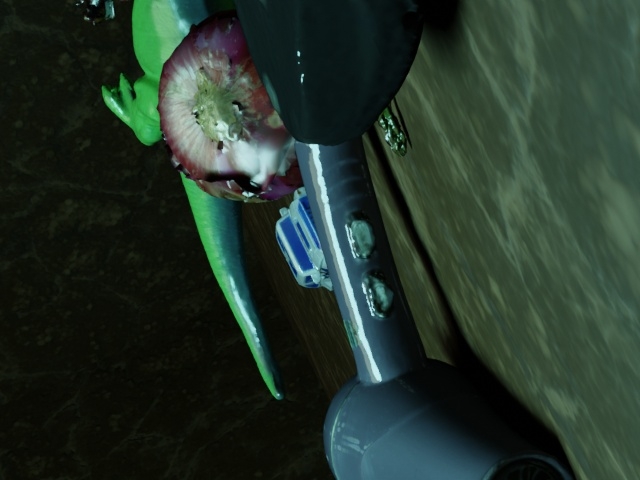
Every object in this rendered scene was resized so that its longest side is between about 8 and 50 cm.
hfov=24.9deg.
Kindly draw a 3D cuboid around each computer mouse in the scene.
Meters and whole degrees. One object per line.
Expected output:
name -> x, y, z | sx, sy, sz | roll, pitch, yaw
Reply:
computer mouse -> 0.004, -0.126, 0.622 | 0.217, 0.073, 0.122 | 85, 160, -61

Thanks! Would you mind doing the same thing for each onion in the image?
onion -> -0.036, -0.099, 1.078 | 0.140, 0.150, 0.150 | -4, -117, -53

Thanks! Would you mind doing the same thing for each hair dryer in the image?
hair dryer -> 0.040, 0.030, 0.954 | 0.301, 0.121, 0.361 | -175, 65, -75

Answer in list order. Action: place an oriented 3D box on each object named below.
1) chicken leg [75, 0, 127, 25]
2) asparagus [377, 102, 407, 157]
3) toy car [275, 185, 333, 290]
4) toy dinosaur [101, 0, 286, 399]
chicken leg -> -0.143, -0.243, 1.160 | 0.253, 0.051, 0.106 | -6, 117, 51
asparagus -> 0.023, -0.116, 0.829 | 0.013, 0.016, 0.166 | 11, 133, 42
toy car -> 0.000, 0.000, 1.340 | 0.170, 0.070, 0.080 | 91, 153, -78
toy dinosaur -> -0.077, -0.123, 1.288 | 0.500, 0.144, 0.374 | 66, 162, 9
